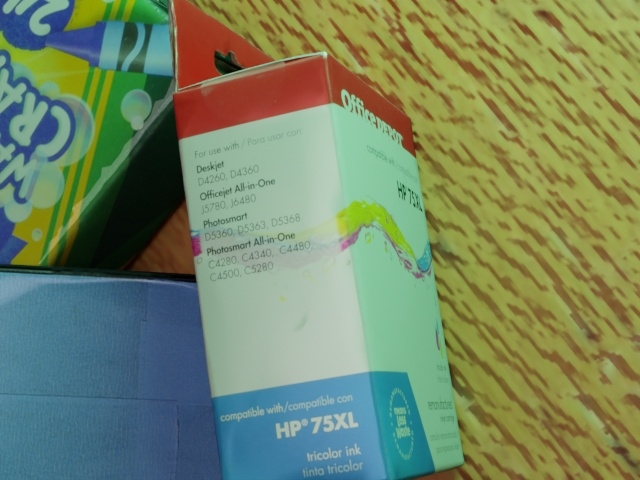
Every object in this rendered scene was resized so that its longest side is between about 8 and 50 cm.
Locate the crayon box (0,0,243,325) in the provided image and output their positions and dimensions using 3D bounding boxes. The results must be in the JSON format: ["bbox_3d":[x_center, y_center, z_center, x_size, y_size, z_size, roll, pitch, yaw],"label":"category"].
[{"bbox_3d":[-0.209,-0.029,0.668,0.203,0.083,0.323,43,100,20],"label":"crayon box"}]

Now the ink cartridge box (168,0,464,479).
[{"bbox_3d":[0.000,0.000,0.557,0.078,0.134,0.231,-11,80,18],"label":"ink cartridge box"}]

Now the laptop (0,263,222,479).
[{"bbox_3d":[-0.214,0.219,0.485,0.382,0.408,0.236,3,124,-4],"label":"laptop"}]
